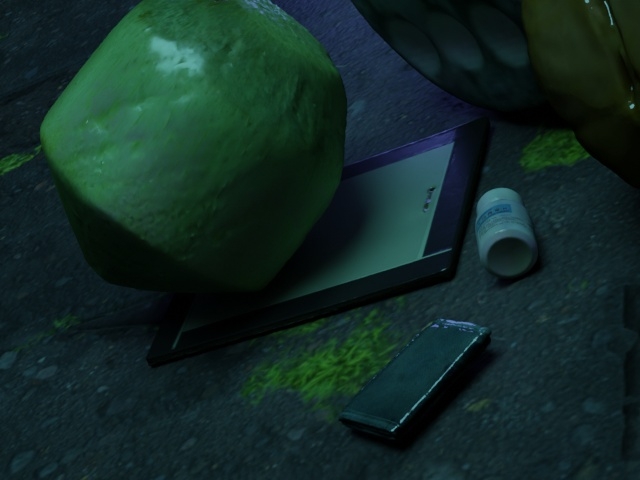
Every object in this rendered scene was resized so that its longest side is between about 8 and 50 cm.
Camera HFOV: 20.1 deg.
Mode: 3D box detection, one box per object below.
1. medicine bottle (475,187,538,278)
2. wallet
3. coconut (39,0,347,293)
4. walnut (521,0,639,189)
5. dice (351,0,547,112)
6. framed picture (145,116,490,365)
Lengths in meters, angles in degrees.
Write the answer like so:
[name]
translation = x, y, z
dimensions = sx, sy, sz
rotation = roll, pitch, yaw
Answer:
[medicine bottle]
translation = 0.165, -0.008, 1.614
dimensions = 0.052, 0.052, 0.089
rotation = -25, 27, 13
[wallet]
translation = 0.081, 0.117, 1.518
dimensions = 0.129, 0.026, 0.088
rotation = -44, 25, -21
[coconut]
translation = -0.130, -0.090, 1.791
dimensions = 0.328, 0.281, 0.328
rotation = -15, 65, 35
[walnut]
translation = 0.355, -0.221, 1.497
dimensions = 0.398, 0.308, 0.354
rotation = -50, 16, -27
[dice]
translation = 0.199, -0.354, 1.813
dimensions = 0.348, 0.330, 0.328
rotation = -49, 21, -14
[framed picture]
translation = 0.000, 0.000, 1.816
dimensions = 0.347, 0.016, 0.265
rotation = -19, 29, 26
